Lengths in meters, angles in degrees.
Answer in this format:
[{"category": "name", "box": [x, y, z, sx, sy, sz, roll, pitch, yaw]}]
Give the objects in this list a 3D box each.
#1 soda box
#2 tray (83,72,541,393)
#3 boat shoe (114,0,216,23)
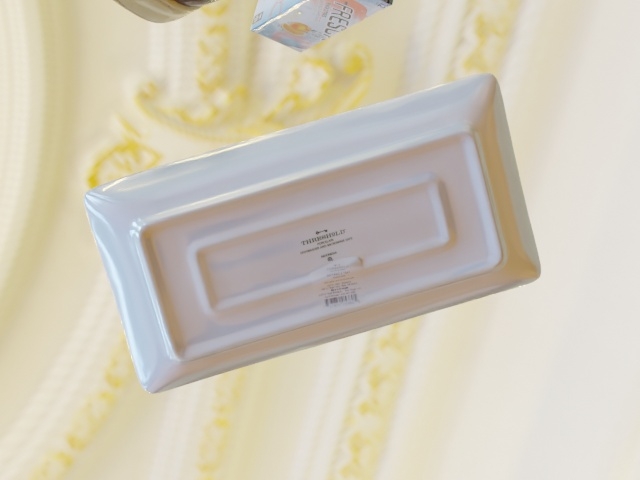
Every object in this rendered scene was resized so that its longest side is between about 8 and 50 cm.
[{"category": "soda box", "box": [0.006, -0.226, 1.728, 0.058, 0.183, 0.063, 22, -107, -22]}, {"category": "tray", "box": [0.000, 0.000, 1.207, 0.270, 0.030, 0.145, -16, -71, -3]}, {"category": "boat shoe", "box": [-0.137, -0.236, 1.294, 0.342, 0.123, 0.123, 27, -119, -58]}]
